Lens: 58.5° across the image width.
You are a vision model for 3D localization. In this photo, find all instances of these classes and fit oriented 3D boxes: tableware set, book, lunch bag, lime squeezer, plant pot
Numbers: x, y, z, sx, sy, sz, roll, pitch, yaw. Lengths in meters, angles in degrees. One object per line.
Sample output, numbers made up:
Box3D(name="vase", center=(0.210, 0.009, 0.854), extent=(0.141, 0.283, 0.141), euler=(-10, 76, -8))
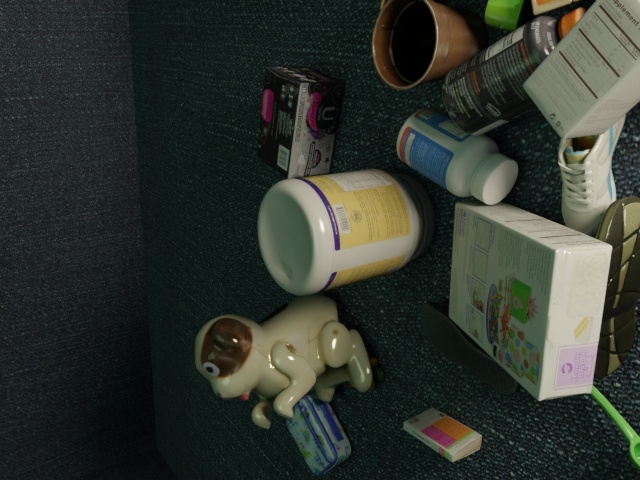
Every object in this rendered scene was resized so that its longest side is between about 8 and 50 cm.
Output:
Box3D(name="tableware set", center=(0.113, 0.353, 1.532), extent=(0.104, 0.024, 0.154), euler=(61, 140, 18))
Box3D(name="book", center=(0.269, 0.428, 1.267), extent=(0.144, 0.096, 0.035), euler=(22, 118, 50))
Box3D(name="lunch bag", center=(-0.008, 0.573, 1.707), extent=(0.219, 0.090, 0.176), euler=(60, 138, 23))
Box3D(name="lime squeezer", center=(0.532, 0.379, 0.938), extent=(0.110, 0.058, 0.311), euler=(106, 145, -80))
Box3D(name="plant pot", center=(0.210, -0.367, 1.065), extent=(0.167, 0.165, 0.167), euler=(19, 115, 50))

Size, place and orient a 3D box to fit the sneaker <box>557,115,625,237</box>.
Box3D(name="sneaker", center=(0.417, -0.112, 0.911), extent=(0.087, 0.092, 0.229), euler=(17, 114, 50))

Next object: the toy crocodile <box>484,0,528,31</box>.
Box3D(name="toy crocodile", center=(0.330, -0.516, 0.919), extent=(0.115, 0.105, 0.341), euler=(13, 109, 32))

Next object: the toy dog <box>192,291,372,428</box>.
Box3D(name="toy dog", center=(-0.119, 0.279, 1.474), extent=(0.284, 0.407, 0.396), euler=(-22, 73, 56))

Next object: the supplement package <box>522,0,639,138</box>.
Box3D(name="supplement package", center=(0.382, -0.235, 0.755), extent=(0.105, 0.105, 0.179), euler=(64, 144, 23))

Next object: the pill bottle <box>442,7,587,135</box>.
Box3D(name="pill bottle", center=(0.332, -0.277, 0.940), extent=(0.245, 0.130, 0.131), euler=(-23, 81, 49))

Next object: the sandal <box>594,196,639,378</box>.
Box3D(name="sandal", center=(0.447, 0.076, 0.909), extent=(0.086, 0.120, 0.303), euler=(-140, 48, -60))

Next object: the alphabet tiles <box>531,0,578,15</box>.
Box3D(name="alphabet tiles", center=(0.389, -0.500, 0.806), extent=(0.342, 0.011, 0.285), euler=(-8, 98, 37))

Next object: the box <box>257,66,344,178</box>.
Box3D(name="box", center=(-0.053, -0.306, 1.473), extent=(0.163, 0.142, 0.248), euler=(38, 129, 41))

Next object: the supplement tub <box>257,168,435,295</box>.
Box3D(name="supplement tub", center=(0.059, -0.028, 1.228), extent=(0.241, 0.331, 0.241), euler=(19, 114, 50))

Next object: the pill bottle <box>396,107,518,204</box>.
Box3D(name="pill bottle", center=(0.259, -0.158, 1.091), extent=(0.221, 0.124, 0.124), euler=(43, 132, 40))

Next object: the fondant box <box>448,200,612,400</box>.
Box3D(name="fondant box", center=(0.333, 0.080, 0.974), extent=(0.330, 0.096, 0.239), euler=(-125, 33, -71))

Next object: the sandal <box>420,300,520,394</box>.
Box3D(name="sandal", center=(0.312, 0.221, 1.198), extent=(0.254, 0.054, 0.097), euler=(41, 138, 29))

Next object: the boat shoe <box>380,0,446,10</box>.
Box3D(name="boat shoe", center=(0.222, -0.524, 1.055), extent=(0.111, 0.104, 0.307), euler=(62, 142, 22))
